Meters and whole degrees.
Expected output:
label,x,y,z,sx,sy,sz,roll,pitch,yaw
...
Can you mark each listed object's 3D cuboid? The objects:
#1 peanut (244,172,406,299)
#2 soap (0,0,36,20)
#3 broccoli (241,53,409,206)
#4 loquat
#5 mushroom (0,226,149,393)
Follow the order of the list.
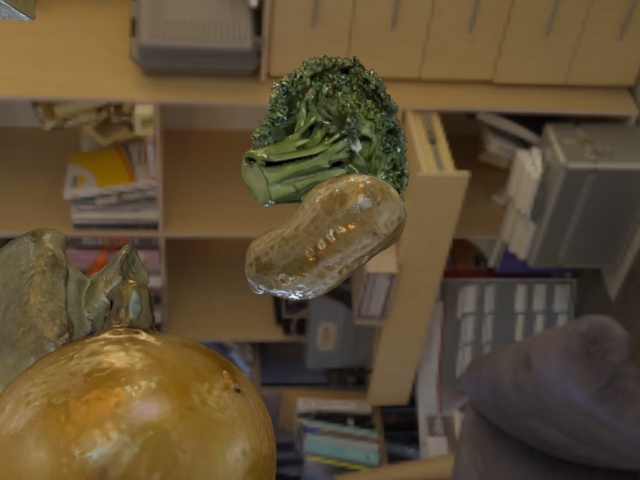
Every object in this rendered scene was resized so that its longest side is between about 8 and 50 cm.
label,x,y,z,sx,sy,sz,roll,pitch,yaw
peanut,0.000,0.000,1.277,0.122,0.253,0.137,41,-161,-33
soap,-0.626,-0.432,1.534,0.199,0.315,0.091,26,-106,-66
broccoli,-0.015,-0.127,1.622,0.249,0.302,0.375,-149,53,-62
loquat,-0.207,0.222,1.032,0.328,0.328,0.359,138,134,-80
mushroom,-0.393,0.110,1.275,0.212,0.292,0.217,57,-153,-8
